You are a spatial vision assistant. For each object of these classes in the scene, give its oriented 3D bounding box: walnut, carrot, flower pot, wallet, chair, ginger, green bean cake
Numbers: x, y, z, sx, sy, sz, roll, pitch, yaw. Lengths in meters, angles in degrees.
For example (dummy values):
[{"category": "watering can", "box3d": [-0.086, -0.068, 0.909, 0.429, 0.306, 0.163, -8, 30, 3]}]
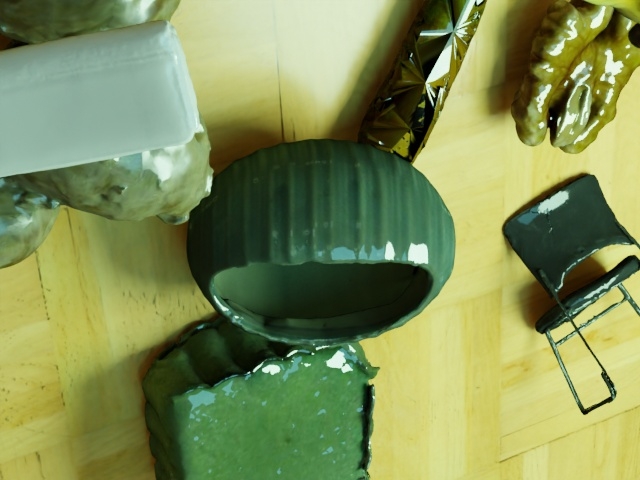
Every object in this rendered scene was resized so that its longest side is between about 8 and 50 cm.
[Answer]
[{"category": "walnut", "box3d": [0.252, -0.173, 1.409, 0.143, 0.069, 0.170, 10, 112, -36]}, {"category": "carrot", "box3d": [0.100, -0.169, 1.325, 0.069, 0.069, 0.228, 14, 107, -36]}, {"category": "flower pot", "box3d": [0.000, 0.000, 1.279, 0.243, 0.157, 0.189, -1, 139, -7]}, {"category": "wallet", "box3d": [-0.184, -0.098, 1.012, 0.190, 0.033, 0.095, -12, 109, 8]}, {"category": "chair", "box3d": [0.298, 0.057, 1.553, 0.140, 0.221, 0.145, -32, 171, -12]}, {"category": "ginger", "box3d": [-0.196, -0.149, 1.093, 0.256, 0.176, 0.375, 4, 115, -15]}, {"category": "green bean cake", "box3d": [-0.056, 0.185, 1.399, 0.223, 0.125, 0.227, -15, 121, -21]}]

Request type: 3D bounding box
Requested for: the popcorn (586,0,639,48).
[{"category": "popcorn", "box3d": [0.192, -0.321, 1.146, 0.316, 0.297, 0.280, 13, 109, -5]}]
